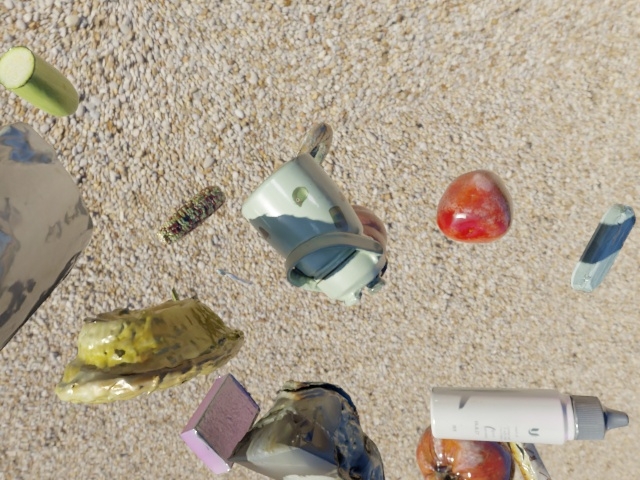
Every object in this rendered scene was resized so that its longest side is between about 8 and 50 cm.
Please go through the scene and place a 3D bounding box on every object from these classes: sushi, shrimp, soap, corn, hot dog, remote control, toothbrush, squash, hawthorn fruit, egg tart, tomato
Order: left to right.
[{"bbox_3d":[-0.810,-0.452,1.490,0.132,0.132,0.247,-39,164,3],"label":"squash"},{"bbox_3d":[-0.303,0.181,0.909,0.345,0.345,0.132,-10,90,-16],"label":"egg tart"},{"bbox_3d":[-0.401,-0.077,1.562,0.253,0.086,0.086,-47,129,-26],"label":"corn"},{"bbox_3d":[-0.309,0.576,1.595,0.081,0.259,0.181,-31,105,28],"label":"soap"},{"bbox_3d":[-0.327,0.145,1.950,0.021,0.027,0.269,-38,156,8],"label":"toothbrush"},{"bbox_3d":[-0.055,-0.257,1.679,0.168,0.077,0.317,-21,147,-53],"label":"shrimp"},{"bbox_3d":[0.022,0.273,0.665,0.134,0.109,0.273,-22,131,36],"label":"sushi"},{"bbox_3d":[0.396,0.593,1.351,0.284,0.284,0.284,-10,121,-16],"label":"hawthorn fruit"},{"bbox_3d":[0.360,-0.081,1.185,0.187,0.187,0.151,-45,154,7],"label":"tomato"},{"bbox_3d":[0.415,0.430,1.024,0.053,0.099,0.192,-27,80,5],"label":"hot dog"},{"bbox_3d":[0.726,0.023,1.293,0.104,0.052,0.247,15,104,-36],"label":"remote control"}]

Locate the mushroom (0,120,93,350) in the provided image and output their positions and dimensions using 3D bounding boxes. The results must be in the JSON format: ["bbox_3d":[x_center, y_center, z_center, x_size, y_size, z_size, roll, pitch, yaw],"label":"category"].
[{"bbox_3d":[-0.275,0.055,0.299,0.154,0.407,0.137,-16,122,26],"label":"mushroom"}]

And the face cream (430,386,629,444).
[{"bbox_3d":[0.349,0.297,0.858,0.311,0.092,0.092,-5,125,17],"label":"face cream"}]

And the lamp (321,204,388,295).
[{"bbox_3d":[0.091,0.042,1.581,0.240,0.305,0.305,32,103,-23],"label":"lamp"}]

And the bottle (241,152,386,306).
[{"bbox_3d":[0.000,0.000,1.142,0.229,0.229,0.351,-40,89,3],"label":"bottle"}]

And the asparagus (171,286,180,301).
[{"bbox_3d":[-0.537,0.208,1.864,0.021,0.108,0.025,7,121,-36],"label":"asparagus"}]
